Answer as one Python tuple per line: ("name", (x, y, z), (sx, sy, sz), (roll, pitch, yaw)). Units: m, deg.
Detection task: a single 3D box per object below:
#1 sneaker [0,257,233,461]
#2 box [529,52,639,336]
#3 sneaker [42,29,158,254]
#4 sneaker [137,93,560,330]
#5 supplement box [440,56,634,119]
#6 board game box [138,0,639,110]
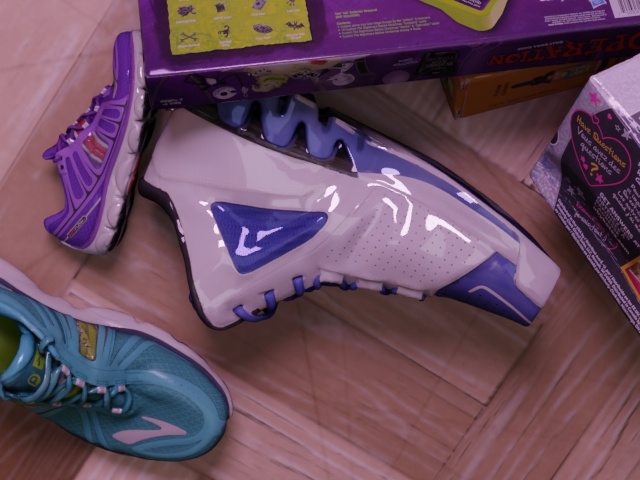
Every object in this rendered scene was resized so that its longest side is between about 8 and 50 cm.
("sneaker", (-0.196, 0.097, 0.903), (0.275, 0.110, 0.107), (25, 97, -10))
("box", (0.300, -0.066, 0.848), (0.247, 0.142, 0.163), (-25, 72, -19))
("sneaker", (-0.162, -0.073, 0.899), (0.071, 0.068, 0.169), (17, 99, -3))
("sneaker", (-0.001, -0.001, 0.908), (0.316, 0.127, 0.182), (29, 100, -3))
("supplement box", (0.200, -0.162, 0.901), (0.234, 0.078, 0.080), (-17, 74, -4))
("board game box", (0.046, -0.203, 0.848), (0.347, 0.056, 0.208), (-6, 67, -4))
